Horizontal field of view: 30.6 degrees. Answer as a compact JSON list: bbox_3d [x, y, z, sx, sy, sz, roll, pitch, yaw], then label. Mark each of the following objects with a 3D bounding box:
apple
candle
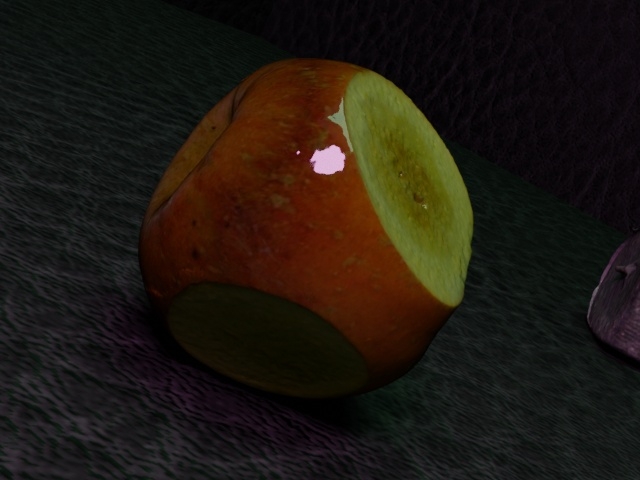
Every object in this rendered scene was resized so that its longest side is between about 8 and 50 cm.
[{"bbox_3d":[0.001,-0.004,0.546,0.147,0.163,0.146,34,52,-16],"label":"apple"},{"bbox_3d":[0.306,0.043,1.072,0.068,0.192,0.168,27,55,1],"label":"candle"}]
